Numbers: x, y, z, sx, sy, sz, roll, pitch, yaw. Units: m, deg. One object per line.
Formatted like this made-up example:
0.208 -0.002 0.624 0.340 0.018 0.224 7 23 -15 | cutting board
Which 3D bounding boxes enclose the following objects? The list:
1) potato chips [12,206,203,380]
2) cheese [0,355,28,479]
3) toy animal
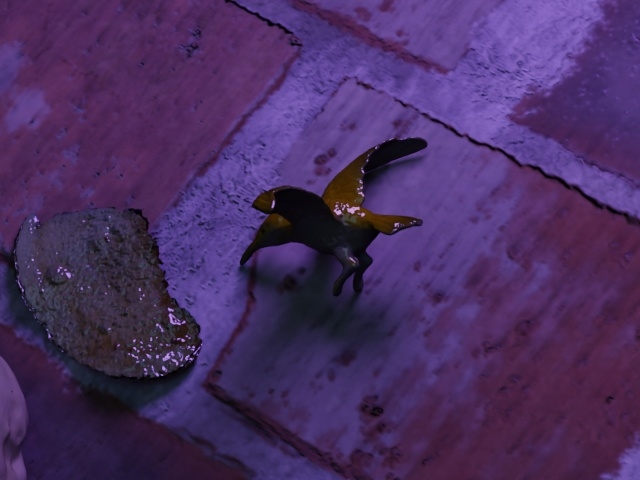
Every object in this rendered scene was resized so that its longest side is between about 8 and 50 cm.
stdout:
-0.179 0.036 1.610 0.209 0.026 0.142 22 73 24 | potato chips
-0.393 0.182 1.530 0.326 0.115 0.318 37 76 25 | cheese
0.000 0.000 1.553 0.155 0.219 0.095 -45 76 29 | toy animal
